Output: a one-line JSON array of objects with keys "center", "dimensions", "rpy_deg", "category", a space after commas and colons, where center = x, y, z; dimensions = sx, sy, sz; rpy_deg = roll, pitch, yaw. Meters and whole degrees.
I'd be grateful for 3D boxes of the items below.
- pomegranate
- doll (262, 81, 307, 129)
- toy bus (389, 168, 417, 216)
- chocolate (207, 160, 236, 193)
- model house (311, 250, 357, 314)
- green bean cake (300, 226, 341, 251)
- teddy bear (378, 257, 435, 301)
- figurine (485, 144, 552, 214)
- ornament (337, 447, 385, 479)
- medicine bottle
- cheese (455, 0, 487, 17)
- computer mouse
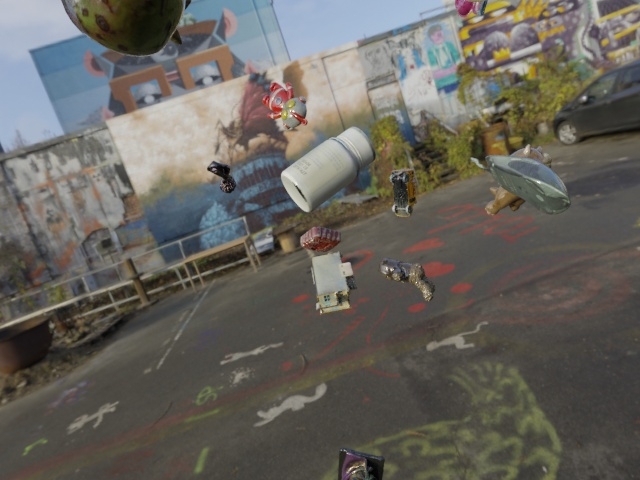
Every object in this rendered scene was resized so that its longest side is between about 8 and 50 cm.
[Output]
[{"center": [-0.234, -0.305, 0.517], "dimensions": [0.148, 0.149, 0.169], "rpy_deg": [-18, 31, 6], "category": "pomegranate"}, {"center": [-0.118, -0.466, 1.476], "dimensions": [0.076, 0.245, 0.142], "rpy_deg": [13, -60, -48], "category": "doll"}, {"center": [0.296, -0.169, 1.480], "dimensions": [0.074, 0.162, 0.069], "rpy_deg": [-21, 20, -38], "category": "toy bus"}, {"center": [-0.331, -0.218, 1.442], "dimensions": [0.072, 0.070, 0.147], "rpy_deg": [-27, -16, -4], "category": "chocolate"}, {"center": [0.058, 0.200, 1.692], "dimensions": [0.178, 0.207, 0.271], "rpy_deg": [-11, 36, -3], "category": "model house"}, {"center": [0.000, 0.000, 1.712], "dimensions": [0.135, 0.056, 0.135], "rpy_deg": [13, -26, -29], "category": "green bean cake"}, {"center": [0.232, 0.088, 1.101], "dimensions": [0.160, 0.078, 0.119], "rpy_deg": [26, 19, 11], "category": "teddy bear"}, {"center": [0.707, -0.231, 1.517], "dimensions": [0.177, 0.173, 0.247], "rpy_deg": [-11, -22, -18], "category": "figurine"}, {"center": [0.048, 0.416, 0.651], "dimensions": [0.088, 0.081, 0.203], "rpy_deg": [5, 8, 16], "category": "ornament"}, {"center": [0.025, -0.207, 1.213], "dimensions": [0.258, 0.143, 0.143], "rpy_deg": [-37, 13, -11], "category": "medicine bottle"}, {"center": [0.390, -0.628, 1.098], "dimensions": [0.038, 0.095, 0.145], "rpy_deg": [-9, 45, -11], "category": "cheese"}, {"center": [0.604, -0.203, 1.281], "dimensions": [0.090, 0.167, 0.379], "rpy_deg": [-45, 40, 2], "category": "computer mouse"}]
